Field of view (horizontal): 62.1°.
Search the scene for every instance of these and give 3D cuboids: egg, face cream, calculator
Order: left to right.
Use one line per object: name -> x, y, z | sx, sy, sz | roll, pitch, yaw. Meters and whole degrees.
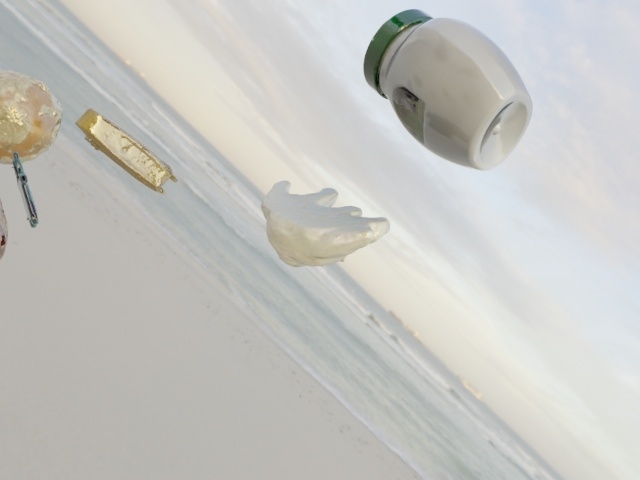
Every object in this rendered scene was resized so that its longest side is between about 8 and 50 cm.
egg -> -0.708, -0.273, 1.201 | 0.203, 0.245, 0.203 | 55, 19, -30
calculator -> -0.558, -0.095, 1.003 | 0.094, 0.019, 0.141 | -9, -83, 58
face cream -> 0.278, -0.333, 1.170 | 0.357, 0.219, 0.312 | 52, -11, 32

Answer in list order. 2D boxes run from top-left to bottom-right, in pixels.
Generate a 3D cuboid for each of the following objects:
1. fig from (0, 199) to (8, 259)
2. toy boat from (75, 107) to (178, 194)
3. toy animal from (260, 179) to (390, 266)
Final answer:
fig -> -0.370, -0.022, 0.425 | 0.134, 0.201, 0.146 | -164, -118, -86
toy boat -> -0.530, -0.239, 1.473 | 0.310, 0.089, 0.115 | 40, -7, -32
toy animal -> 0.000, 0.000, 1.177 | 0.308, 0.188, 0.266 | 9, 20, 13
